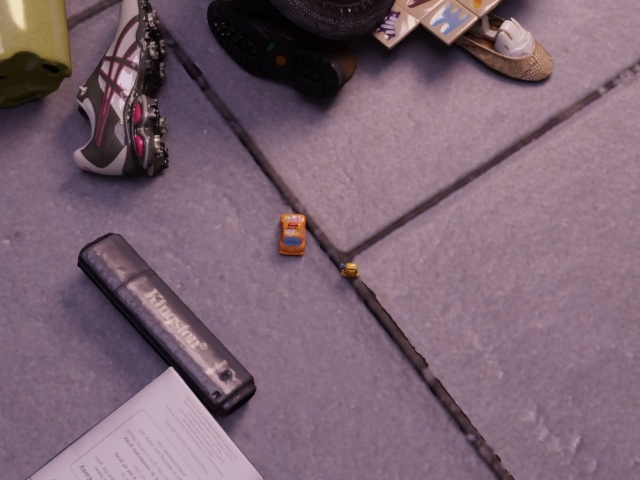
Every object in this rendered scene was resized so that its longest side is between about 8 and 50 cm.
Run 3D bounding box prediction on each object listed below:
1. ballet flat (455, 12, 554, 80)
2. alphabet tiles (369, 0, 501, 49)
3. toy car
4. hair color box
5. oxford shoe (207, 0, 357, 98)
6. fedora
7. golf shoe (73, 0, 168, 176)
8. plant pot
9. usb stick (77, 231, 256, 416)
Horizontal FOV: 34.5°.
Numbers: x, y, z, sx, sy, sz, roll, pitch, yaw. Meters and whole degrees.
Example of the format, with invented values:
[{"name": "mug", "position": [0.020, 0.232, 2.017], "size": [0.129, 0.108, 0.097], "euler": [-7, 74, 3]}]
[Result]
[{"name": "ballet flat", "position": [0.231, -0.287, 1.427], "size": [0.206, 0.067, 0.073], "euler": [26, 70, 7]}, {"name": "alphabet tiles", "position": [0.164, -0.423, 1.446], "size": [0.342, 0.011, 0.285], "euler": [-42, 63, -7]}, {"name": "toy car", "position": [0.000, 0.000, 1.323], "size": [0.122, 0.040, 0.060], "euler": [19, 70, 5]}, {"name": "hair color box", "position": [-0.248, 0.322, 1.155], "size": [0.347, 0.105, 0.174], "euler": [-38, 75, -15]}, {"name": "oxford shoe", "position": [-0.052, -0.271, 1.415], "size": [0.227, 0.082, 0.096], "euler": [30, 45, 13]}, {"name": "fedora", "position": [-0.036, -0.402, 1.367], "size": [0.334, 0.152, 0.334], "euler": [14, 70, -42]}, {"name": "golf shoe", "position": [-0.265, -0.215, 1.362], "size": [0.120, 0.105, 0.272], "euler": [-4, 69, 4]}, {"name": "plant pot", "position": [-0.434, -0.314, 1.325], "size": [0.276, 0.276, 0.253], "euler": [-15, 82, -8]}, {"name": "usb stick", "position": [-0.190, 0.100, 1.266], "size": [0.278, 0.045, 0.077], "euler": [46, 39, 13]}]
